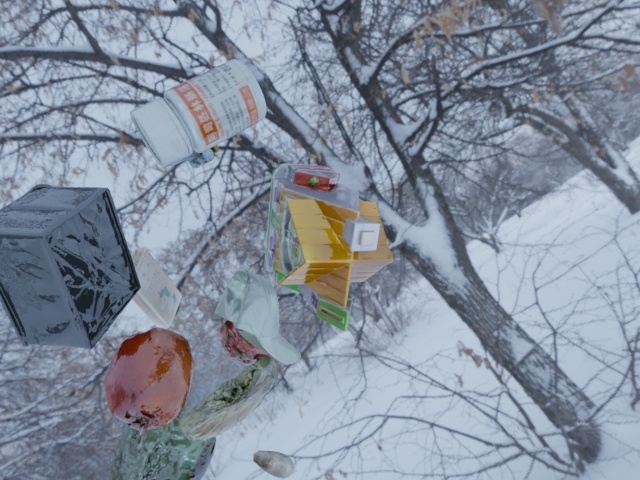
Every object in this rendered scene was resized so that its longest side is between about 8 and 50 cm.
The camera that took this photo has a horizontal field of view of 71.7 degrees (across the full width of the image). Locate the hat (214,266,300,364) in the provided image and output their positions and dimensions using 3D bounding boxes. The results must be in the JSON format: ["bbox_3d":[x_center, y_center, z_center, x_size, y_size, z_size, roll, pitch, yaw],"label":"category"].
[{"bbox_3d":[-0.156,0.226,1.282,0.168,0.301,0.258,-49,20,-15],"label":"hat"}]

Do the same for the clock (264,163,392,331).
[{"bbox_3d":[0.000,0.000,0.804,0.166,0.235,0.309,0,18,-22],"label":"clock"}]

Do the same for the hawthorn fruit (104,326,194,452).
[{"bbox_3d":[-0.412,0.360,1.070,0.212,0.299,0.211,-7,-48,-8],"label":"hawthorn fruit"}]

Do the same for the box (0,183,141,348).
[{"bbox_3d":[-0.646,0.065,1.120,0.205,0.344,0.251,2,32,9],"label":"box"}]

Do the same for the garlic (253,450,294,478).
[{"bbox_3d":[-0.169,0.900,1.778,0.101,0.196,0.086,-13,49,51],"label":"garlic"}]

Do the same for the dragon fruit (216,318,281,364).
[{"bbox_3d":[-0.314,0.388,1.927,0.263,0.295,0.314,-8,-3,-1],"label":"dragon fruit"}]

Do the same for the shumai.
[{"bbox_3d":[-0.537,0.712,1.556,0.397,0.324,0.324,-85,16,-46],"label":"shumai"}]

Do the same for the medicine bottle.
[{"bbox_3d":[-0.250,-0.263,0.923,0.252,0.144,0.144,-32,-10,-15],"label":"medicine bottle"}]

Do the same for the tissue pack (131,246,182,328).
[{"bbox_3d":[-0.649,0.190,1.710,0.071,0.170,0.325,0,-39,13],"label":"tissue pack"}]

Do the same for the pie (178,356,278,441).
[{"bbox_3d":[-0.256,0.467,1.289,0.338,0.075,0.337,-35,-25,-19],"label":"pie"}]

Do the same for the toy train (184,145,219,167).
[{"bbox_3d":[-0.418,-0.305,1.398,0.089,0.127,0.219,-17,-12,39],"label":"toy train"}]
